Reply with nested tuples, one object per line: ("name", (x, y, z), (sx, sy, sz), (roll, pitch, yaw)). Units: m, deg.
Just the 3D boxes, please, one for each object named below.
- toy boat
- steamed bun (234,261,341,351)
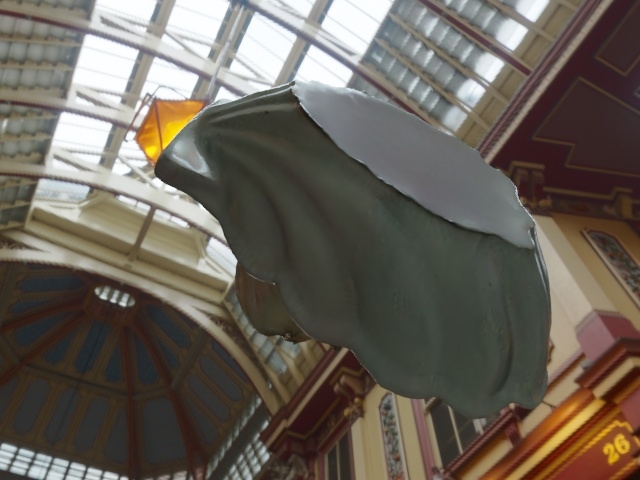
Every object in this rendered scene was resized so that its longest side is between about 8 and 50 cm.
("toy boat", (0.047, -0.014, 0.372), (0.290, 0.199, 0.100), (28, -56, -5))
("steamed bun", (0.000, 0.000, 0.826), (0.268, 0.207, 0.280), (2, -57, -43))
